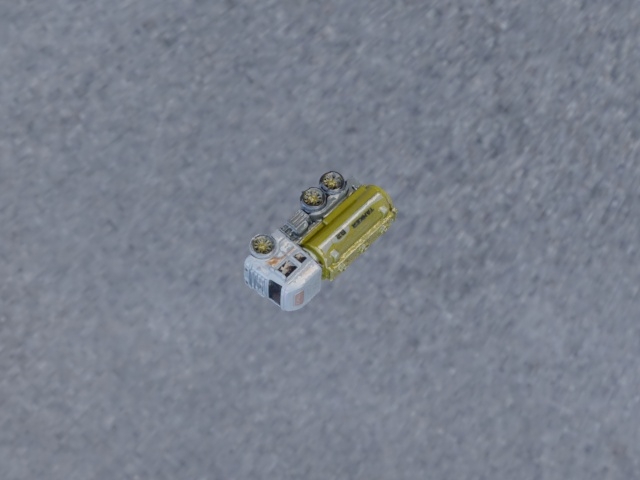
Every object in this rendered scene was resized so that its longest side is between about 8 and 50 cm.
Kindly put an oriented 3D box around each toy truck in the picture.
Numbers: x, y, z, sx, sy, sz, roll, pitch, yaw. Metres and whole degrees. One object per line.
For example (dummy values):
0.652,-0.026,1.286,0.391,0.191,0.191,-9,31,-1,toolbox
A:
0.000,0.000,1.098,0.063,0.123,0.052,39,156,18,toy truck
